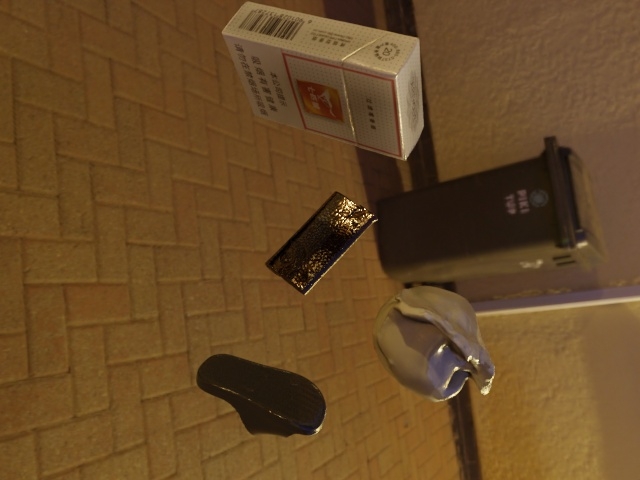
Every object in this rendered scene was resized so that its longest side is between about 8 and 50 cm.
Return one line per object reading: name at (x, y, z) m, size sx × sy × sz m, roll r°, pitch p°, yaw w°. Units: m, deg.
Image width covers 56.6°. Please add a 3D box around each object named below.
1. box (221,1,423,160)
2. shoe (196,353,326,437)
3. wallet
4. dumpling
box at (0.011, -0.279, 1.040) m, size 0.095 × 0.330 × 0.210 m, roll -61°, pitch 157°, yaw -23°
shoe at (-0.103, 0.280, 1.031) m, size 0.108 × 0.241 × 0.093 m, roll -46°, pitch 150°, yaw -55°
wallet at (0.000, 0.000, 1.329) m, size 0.243 × 0.132 × 0.039 m, roll -46°, pitch 149°, yaw -15°
dumpling at (0.144, 0.134, 0.749) m, size 0.250 × 0.162 × 0.132 m, roll 74°, pitch 38°, yaw -63°
